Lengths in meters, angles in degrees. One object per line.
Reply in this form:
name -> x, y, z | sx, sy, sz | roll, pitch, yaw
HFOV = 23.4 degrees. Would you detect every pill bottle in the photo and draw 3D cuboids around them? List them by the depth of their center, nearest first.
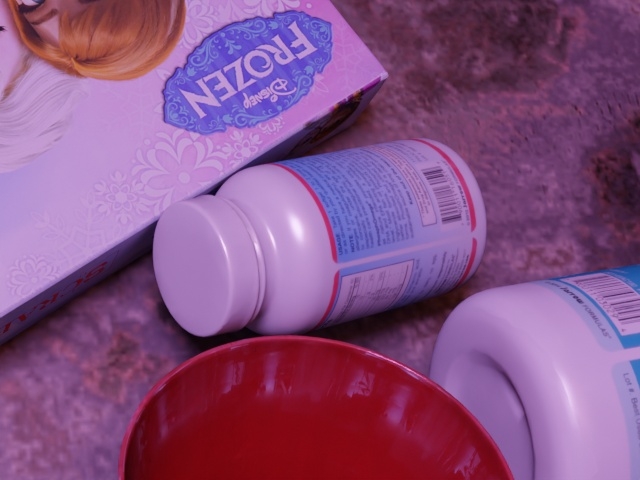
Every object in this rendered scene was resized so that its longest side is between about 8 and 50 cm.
pill bottle -> 0.000, 0.000, 0.777 | 0.160, 0.087, 0.087 | -12, 71, -38
pill bottle -> 0.200, 0.080, 0.798 | 0.264, 0.146, 0.146 | -7, 70, -23

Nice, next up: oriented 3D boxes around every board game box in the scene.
board game box -> -0.180, -0.123, 0.794 | 0.319, 0.066, 0.318 | -35, 82, -29

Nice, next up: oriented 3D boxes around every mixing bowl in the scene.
mixing bowl -> -0.007, 0.141, 0.706 | 0.181, 0.098, 0.181 | 9, 42, -8
